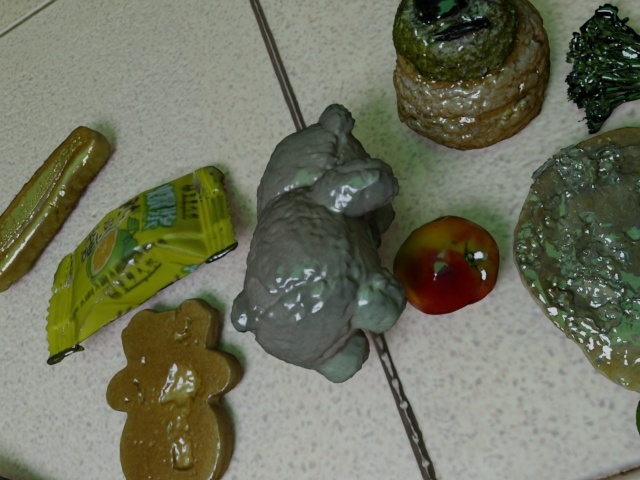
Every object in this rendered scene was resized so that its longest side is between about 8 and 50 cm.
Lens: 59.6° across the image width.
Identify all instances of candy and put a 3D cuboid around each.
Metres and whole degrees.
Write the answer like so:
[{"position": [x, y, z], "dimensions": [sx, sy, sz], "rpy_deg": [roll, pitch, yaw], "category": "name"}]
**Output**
[{"position": [-0.239, 0.020, 0.716], "dimensions": [0.297, 0.081, 0.187], "rpy_deg": [-30, 46, 10], "category": "candy"}]

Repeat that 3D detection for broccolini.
[{"position": [0.374, -0.217, 0.554], "dimensions": [0.272, 0.062, 0.123], "rpy_deg": [-25, 80, 20], "category": "broccolini"}]

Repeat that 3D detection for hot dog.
[{"position": [-0.411, -0.045, 0.827], "dimensions": [0.088, 0.061, 0.286], "rpy_deg": [40, 89, 25], "category": "hot dog"}]

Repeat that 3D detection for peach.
[{"position": [0.124, 0.025, 0.565], "dimensions": [0.101, 0.101, 0.100], "rpy_deg": [-7, 71, 21], "category": "peach"}]

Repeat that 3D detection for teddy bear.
[{"position": [-0.001, 0.000, 0.569], "dimensions": [0.151, 0.236, 0.267], "rpy_deg": [21, 41, -11], "category": "teddy bear"}]

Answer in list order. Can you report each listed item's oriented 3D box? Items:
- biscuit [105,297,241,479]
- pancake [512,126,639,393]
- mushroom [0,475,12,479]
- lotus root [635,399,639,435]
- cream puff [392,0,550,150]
[{"position": [-0.173, 0.196, 0.663], "dimensions": [0.184, 0.035, 0.248], "rpy_deg": [-16, 68, 18], "category": "biscuit"}, {"position": [0.324, 0.008, 0.506], "dimensions": [0.283, 0.049, 0.282], "rpy_deg": [-5, 72, 16], "category": "pancake"}, {"position": [-0.364, 0.338, 0.665], "dimensions": [0.278, 0.096, 0.099], "rpy_deg": [3, 76, 19], "category": "mushroom"}, {"position": [0.326, 0.156, 0.371], "dimensions": [0.186, 0.186, 0.186], "rpy_deg": [-7, 71, 21], "category": "lotus root"}, {"position": [0.149, -0.205, 0.583], "dimensions": [0.184, 0.169, 0.183], "rpy_deg": [-7, 70, 19], "category": "cream puff"}]
